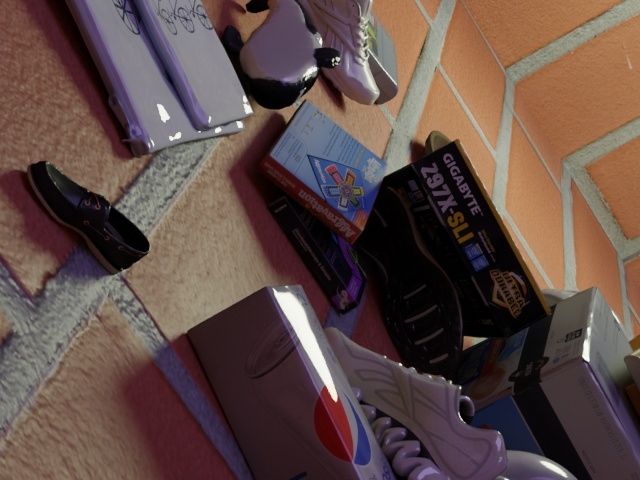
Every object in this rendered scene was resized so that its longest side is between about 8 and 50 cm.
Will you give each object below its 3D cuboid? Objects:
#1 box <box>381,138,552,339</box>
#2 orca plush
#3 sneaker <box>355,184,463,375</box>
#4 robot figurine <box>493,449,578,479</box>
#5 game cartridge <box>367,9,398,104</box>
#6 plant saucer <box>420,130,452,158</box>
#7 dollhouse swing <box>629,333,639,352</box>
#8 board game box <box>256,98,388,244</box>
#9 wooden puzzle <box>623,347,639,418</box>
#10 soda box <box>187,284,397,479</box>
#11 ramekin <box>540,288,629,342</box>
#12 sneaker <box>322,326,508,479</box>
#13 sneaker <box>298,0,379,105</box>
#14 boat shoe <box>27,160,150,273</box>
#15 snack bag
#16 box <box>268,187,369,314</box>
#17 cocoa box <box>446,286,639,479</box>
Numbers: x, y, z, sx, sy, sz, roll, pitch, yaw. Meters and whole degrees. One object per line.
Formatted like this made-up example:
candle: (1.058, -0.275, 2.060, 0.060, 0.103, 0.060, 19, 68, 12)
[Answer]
box: (0.184, 0.005, 2.060, 0.257, 0.079, 0.322, 63, -7, 0)
orca plush: (-0.065, -0.233, 1.989, 0.151, 0.102, 0.287, 1, 34, -17)
sneaker: (0.125, 0.053, 1.993, 0.108, 0.100, 0.271, 39, 27, -61)
robot figurine: (0.204, 0.363, 1.550, 0.300, 0.199, 0.353, 76, 1, -49)
game cartridge: (0.036, -0.370, 2.484, 0.294, 0.060, 0.196, 52, 23, -26)
plant saucer: (0.248, -0.060, 2.603, 0.278, 0.041, 0.278, 52, 20, -27)
dollhouse swing: (0.579, 0.334, 2.470, 0.315, 0.305, 0.347, 38, 27, -51)
board game box: (0.008, -0.092, 1.893, 0.145, 0.027, 0.281, 38, 20, -4)
wooden puzzle: (0.443, 0.241, 1.921, 0.221, 0.044, 0.238, 65, 13, 8)
soda box: (-0.011, 0.186, 1.404, 0.286, 0.098, 0.091, 64, 18, 10)
ramekin: (0.345, 0.168, 2.260, 0.109, 0.207, 0.207, 22, 41, -49)
sneaker: (0.082, 0.174, 1.540, 0.292, 0.118, 0.110, 46, -17, 48)
sneaker: (0.039, -0.318, 2.296, 0.232, 0.115, 0.090, 60, 18, -1)
boat shoe: (-0.199, -0.026, 1.306, 0.133, 0.042, 0.049, 48, 24, -32)
snack bag: (-0.194, -0.255, 1.642, 0.323, 0.037, 0.342, 66, 18, -2)
box: (0.000, 0.000, 1.836, 0.162, 0.029, 0.116, 54, 18, -12)
cocoa box: (0.302, 0.244, 1.959, 0.231, 0.228, 0.347, 61, 17, -6)
